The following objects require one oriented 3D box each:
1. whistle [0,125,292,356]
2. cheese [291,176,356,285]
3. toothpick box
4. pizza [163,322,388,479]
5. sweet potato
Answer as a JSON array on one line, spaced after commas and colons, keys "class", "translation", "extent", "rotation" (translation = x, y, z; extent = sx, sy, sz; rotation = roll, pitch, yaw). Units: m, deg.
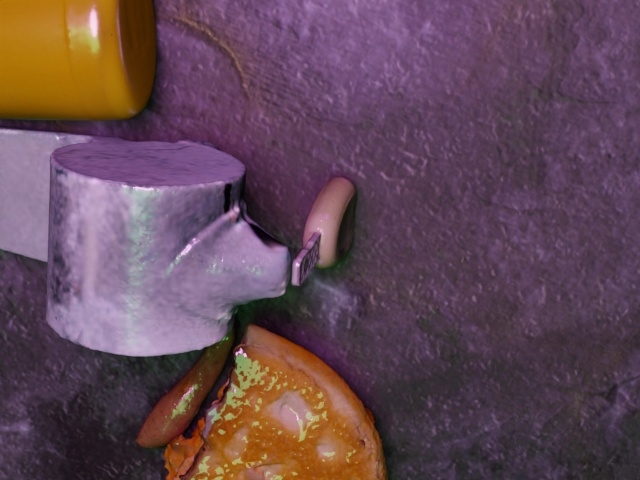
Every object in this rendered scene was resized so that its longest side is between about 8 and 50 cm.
[{"class": "whistle", "translation": [-0.216, -0.023, 0.959], "extent": [0.188, 0.405, 0.168], "rotation": [-10, 114, -41]}, {"class": "cheese", "translation": [0.000, 0.000, 0.980], "extent": [0.037, 0.192, 0.097], "rotation": [9, 113, 13]}, {"class": "toothpick box", "translation": [-0.313, -0.204, 0.925], "extent": [0.271, 0.175, 0.175], "rotation": [-1, 109, 5]}, {"class": "pizza", "translation": [-0.053, 0.288, 1.118], "extent": [0.278, 0.114, 0.408], "rotation": [-21, 110, 4]}, {"class": "sweet potato", "translation": [-0.151, 0.172, 1.115], "extent": [0.050, 0.050, 0.214], "rotation": [33, 107, -10]}]
